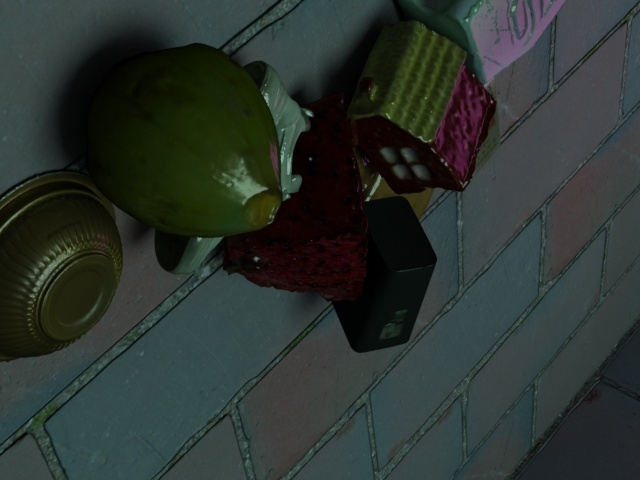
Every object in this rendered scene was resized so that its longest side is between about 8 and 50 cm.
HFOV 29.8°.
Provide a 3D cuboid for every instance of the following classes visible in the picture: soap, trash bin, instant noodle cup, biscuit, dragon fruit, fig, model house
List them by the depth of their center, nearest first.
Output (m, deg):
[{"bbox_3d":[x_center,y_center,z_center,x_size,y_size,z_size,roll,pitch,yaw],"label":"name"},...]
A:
[{"bbox_3d":[-0.153,-0.112,1.472,0.239,0.271,0.239,-46,163,-19],"label":"fig"},{"bbox_3d":[-0.332,0.053,1.512,0.274,0.091,0.274,-37,142,-35],"label":"instant noodle cup"},{"bbox_3d":[0.000,0.000,1.831,0.302,0.240,0.330,-37,137,-10],"label":"dragon fruit"},{"bbox_3d":[0.148,-0.218,1.913,0.254,0.160,0.196,47,57,-46],"label":"model house"},{"bbox_3d":[0.325,-0.479,2.017,0.446,0.156,0.261,-54,149,-15],"label":"soap"},{"bbox_3d":[0.104,0.054,2.022,0.115,0.165,0.225,-9,145,-22],"label":"trash bin"},{"bbox_3d":[0.110,-0.104,2.101,0.376,0.051,0.269,21,95,-59],"label":"biscuit"}]

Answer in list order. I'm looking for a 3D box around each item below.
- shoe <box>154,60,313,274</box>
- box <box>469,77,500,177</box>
[{"bbox_3d":[-0.104,-0.082,1.674,0.159,0.124,0.316,27,87,-37],"label":"shoe"},{"bbox_3d":[0.272,-0.210,2.250,0.141,0.058,0.201,-46,146,-24],"label":"box"}]
